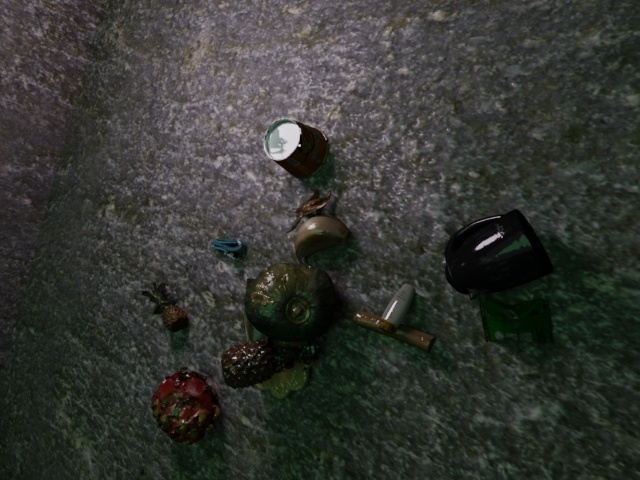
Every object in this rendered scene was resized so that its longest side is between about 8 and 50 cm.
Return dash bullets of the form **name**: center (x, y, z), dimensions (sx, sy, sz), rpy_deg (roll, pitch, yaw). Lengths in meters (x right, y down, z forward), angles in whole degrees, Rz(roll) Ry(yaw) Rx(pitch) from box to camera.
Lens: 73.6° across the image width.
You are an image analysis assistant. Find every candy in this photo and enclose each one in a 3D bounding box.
- **candy**: center (0.594, 0.244, 1.311), dimensions (0.203, 0.078, 0.141), rpy_deg (-8, 79, 34)

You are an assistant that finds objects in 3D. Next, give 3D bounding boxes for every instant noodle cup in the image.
- **instant noodle cup**: center (-0.110, -0.381, 1.728), dimensions (0.230, 0.182, 0.231), rpy_deg (-4, 82, 30)

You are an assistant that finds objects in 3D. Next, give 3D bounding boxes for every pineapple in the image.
- **pineapple**: center (-0.180, 0.436, 1.578), dimensions (0.360, 0.175, 0.175), rpy_deg (-10, 76, -8)
- **pineapple**: center (-0.733, 0.305, 2.027), dimensions (0.277, 0.119, 0.130), rpy_deg (38, 121, 30)

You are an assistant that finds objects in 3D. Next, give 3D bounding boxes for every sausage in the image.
- **sausage**: center (0.249, 0.313, 1.500), dimensions (0.301, 0.065, 0.066), rpy_deg (17, 92, 30)

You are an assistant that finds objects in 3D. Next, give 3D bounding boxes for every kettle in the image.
- **kettle**: center (0.520, 0.041, 1.332), dimensions (0.290, 0.207, 0.269), rpy_deg (-33, 39, 31)

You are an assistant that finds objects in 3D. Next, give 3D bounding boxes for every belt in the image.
- **belt**: center (-0.415, 0.040, 1.915), dimensions (0.179, 0.065, 0.100), rpy_deg (5, 78, 32)

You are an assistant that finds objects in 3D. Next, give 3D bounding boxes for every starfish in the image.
- **starfish**: center (-0.056, -0.121, 1.687), dimensions (0.238, 0.057, 0.213), rpy_deg (-45, 21, -8)

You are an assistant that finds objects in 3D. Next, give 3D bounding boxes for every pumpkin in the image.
- **pumpkin**: center (-0.113, 0.221, 1.577), dimensions (0.327, 0.257, 0.292), rpy_deg (14, 86, -10)

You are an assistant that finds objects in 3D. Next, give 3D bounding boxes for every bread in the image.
- **bread**: center (-0.156, 0.471, 1.712), dimensions (0.315, 0.054, 0.316), rpy_deg (-4, 81, 28)

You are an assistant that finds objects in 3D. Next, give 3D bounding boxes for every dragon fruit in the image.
- **dragon fruit**: center (-0.554, 0.703, 1.802), dimensions (0.269, 0.250, 0.291), rpy_deg (-46, 57, -4)

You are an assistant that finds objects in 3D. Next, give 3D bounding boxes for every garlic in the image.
- **garlic**: center (-0.011, -0.010, 1.667), dimensions (0.244, 0.145, 0.164), rpy_deg (-27, 102, 26)

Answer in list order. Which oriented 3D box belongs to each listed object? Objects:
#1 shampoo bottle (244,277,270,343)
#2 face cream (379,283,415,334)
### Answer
- **shampoo bottle**: center (-0.245, 0.325, 1.711), dimensions (0.125, 0.084, 0.351), rpy_deg (-2, 81, 20)
- **face cream**: center (0.265, 0.235, 1.473), dimensions (0.072, 0.051, 0.182), rpy_deg (22, 70, 36)
